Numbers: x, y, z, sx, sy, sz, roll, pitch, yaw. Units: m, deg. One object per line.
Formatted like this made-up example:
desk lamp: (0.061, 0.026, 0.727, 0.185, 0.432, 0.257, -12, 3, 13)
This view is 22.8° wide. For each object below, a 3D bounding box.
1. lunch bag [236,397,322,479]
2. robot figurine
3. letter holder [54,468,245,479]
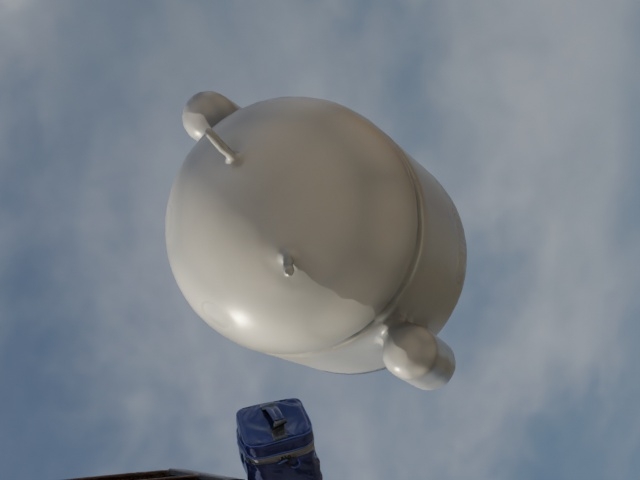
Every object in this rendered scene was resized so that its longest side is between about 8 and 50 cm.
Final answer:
lunch bag: (-0.039, 0.182, 1.415, 0.098, 0.067, 0.065, -128, 25, -70)
robot figurine: (0.000, 0.000, 1.281, 0.200, 0.300, 0.353, -46, -19, 6)
letter holder: (-0.190, 0.374, 1.466, 0.214, 0.152, 0.301, -1, -93, -29)
